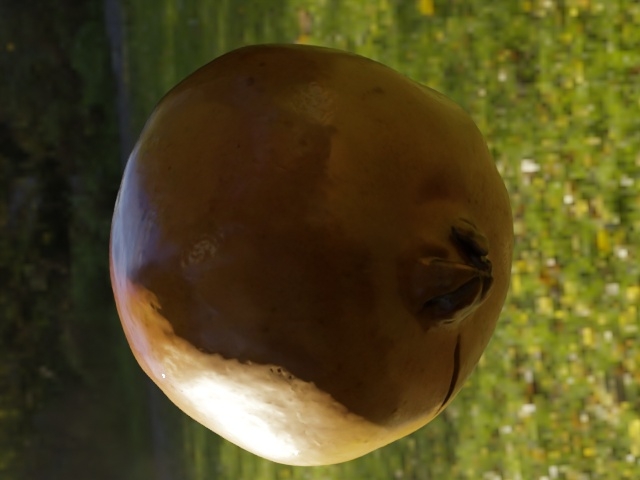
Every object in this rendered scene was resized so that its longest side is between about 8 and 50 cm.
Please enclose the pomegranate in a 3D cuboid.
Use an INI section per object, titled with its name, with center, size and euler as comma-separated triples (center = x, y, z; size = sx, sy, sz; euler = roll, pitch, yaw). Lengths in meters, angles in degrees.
[pomegranate]
center = -0.006, 0.000, 0.816
size = 0.209, 0.209, 0.209
euler = 177, 90, -77
